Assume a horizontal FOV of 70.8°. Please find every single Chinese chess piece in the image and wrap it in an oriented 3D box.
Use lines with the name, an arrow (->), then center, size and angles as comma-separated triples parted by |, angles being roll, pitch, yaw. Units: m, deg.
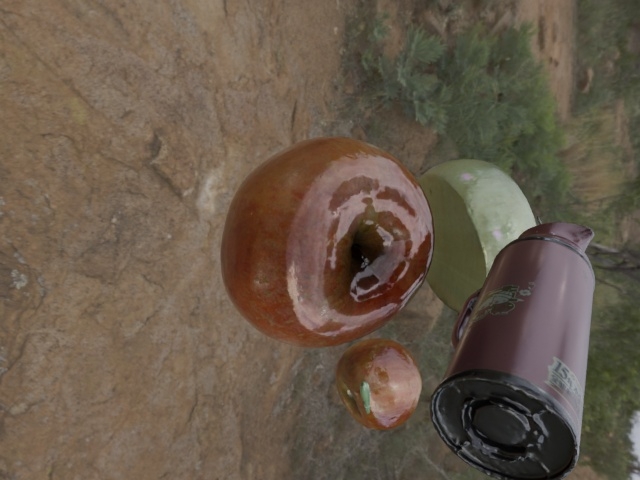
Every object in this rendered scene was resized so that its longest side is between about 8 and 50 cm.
Chinese chess piece -> 0.332, -0.009, 1.011 | 0.146, 0.349, 0.349 | -16, 112, -12

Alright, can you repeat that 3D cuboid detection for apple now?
apple -> 0.000, 0.000, 0.536 | 0.253, 0.254, 0.253 | -10, 102, -54
apple -> 0.198, 0.454, 1.469 | 0.301, 0.302, 0.301 | -10, 102, -54

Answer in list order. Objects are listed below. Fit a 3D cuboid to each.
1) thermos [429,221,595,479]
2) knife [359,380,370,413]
thermos -> 0.216, 0.085, 0.478 | 0.330, 0.109, 0.136 | -42, 158, -48
knife -> 0.102, 0.344, 0.994 | 0.293, 0.020, 0.043 | 77, 16, -59
